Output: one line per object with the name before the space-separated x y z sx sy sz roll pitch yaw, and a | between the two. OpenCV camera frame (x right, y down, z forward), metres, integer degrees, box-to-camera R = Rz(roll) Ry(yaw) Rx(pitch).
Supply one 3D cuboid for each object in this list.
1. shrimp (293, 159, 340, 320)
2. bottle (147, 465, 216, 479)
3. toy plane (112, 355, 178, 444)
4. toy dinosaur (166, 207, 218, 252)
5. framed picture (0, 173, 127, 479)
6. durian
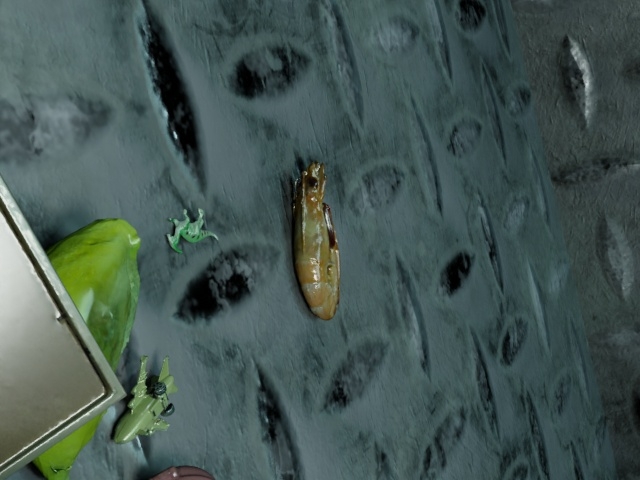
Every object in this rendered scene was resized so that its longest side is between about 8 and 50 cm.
shrimp | 0.003 0.000 1.346 0.133 0.053 0.235 -9 93 -59
bottle | -0.112 0.329 0.891 0.120 0.120 0.253 55 1 -38
toy plane | -0.184 0.177 0.976 0.111 0.040 0.102 -61 144 -51
toy dinosaur | -0.154 -0.005 1.103 0.083 0.021 0.062 49 49 -37
framed picture | -0.305 0.067 0.711 0.211 0.020 0.289 -35 115 -26
durian | -0.230 0.096 0.853 0.139 0.101 0.250 40 54 -51
